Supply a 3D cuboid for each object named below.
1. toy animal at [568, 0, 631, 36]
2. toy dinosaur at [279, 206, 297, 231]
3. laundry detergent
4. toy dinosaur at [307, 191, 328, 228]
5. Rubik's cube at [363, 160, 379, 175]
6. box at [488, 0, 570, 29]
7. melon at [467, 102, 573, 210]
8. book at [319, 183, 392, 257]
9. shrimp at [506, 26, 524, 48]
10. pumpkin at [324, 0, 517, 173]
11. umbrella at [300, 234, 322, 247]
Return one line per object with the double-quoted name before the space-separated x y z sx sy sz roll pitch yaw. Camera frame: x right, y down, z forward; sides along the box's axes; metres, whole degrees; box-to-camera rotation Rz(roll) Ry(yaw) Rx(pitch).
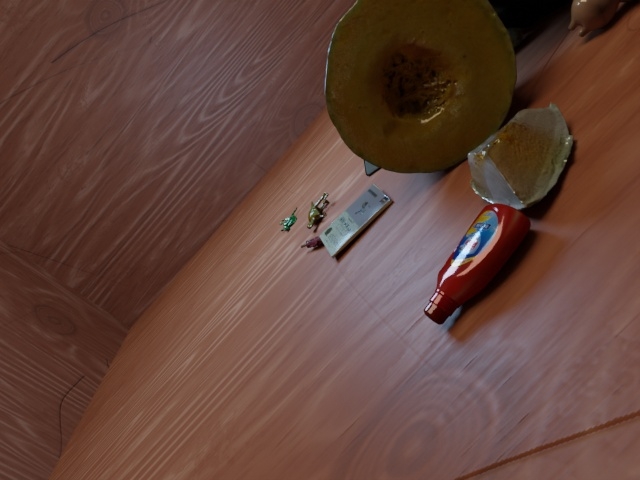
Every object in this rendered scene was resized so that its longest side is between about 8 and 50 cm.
"toy animal" 0.470 -0.400 0.739 0.150 0.083 0.089 -51 26 37
"toy dinosaur" -0.099 -0.070 1.557 0.060 0.029 0.119 -5 39 45
"laundry detergent" 0.183 0.031 0.572 0.165 0.049 0.097 -51 10 -3
"toy dinosaur" -0.024 -0.077 1.349 0.126 0.039 0.162 -57 17 -18
"Rubik's cube" 0.212 -0.329 1.109 0.284 0.250 0.234 -49 35 -14
"box" 0.331 -0.509 0.957 0.359 0.350 0.091 179 89 -69
"melon" 0.256 -0.112 0.634 0.202 0.093 0.139 -54 9 -30
"book" 0.075 -0.047 1.036 0.182 0.014 0.127 -44 24 7
"shrimp" 0.379 -0.385 0.988 0.161 0.049 0.166 -43 19 29
"pumpkin" 0.180 -0.314 0.867 0.332 0.332 0.199 -40 15 29
"umbrella" 0.000 0.000 1.142 0.027 0.025 0.165 -42 13 -34
